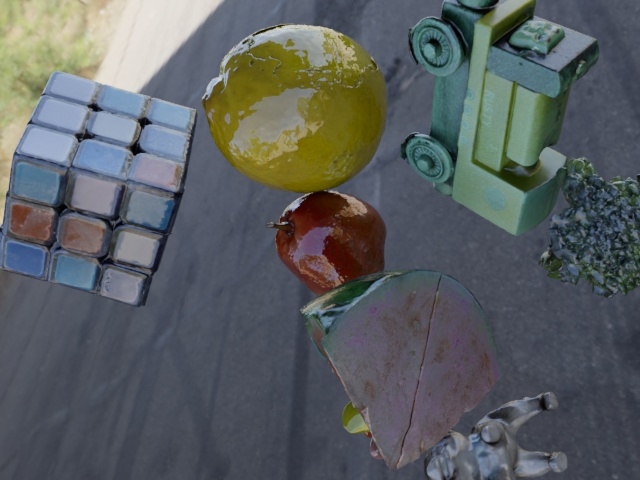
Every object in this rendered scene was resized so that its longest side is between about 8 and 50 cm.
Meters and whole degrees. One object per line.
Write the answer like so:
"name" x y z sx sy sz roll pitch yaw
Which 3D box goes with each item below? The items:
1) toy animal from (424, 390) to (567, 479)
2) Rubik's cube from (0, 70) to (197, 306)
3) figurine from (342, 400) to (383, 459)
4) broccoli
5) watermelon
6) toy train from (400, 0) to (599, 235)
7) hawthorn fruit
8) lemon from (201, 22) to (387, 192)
"toy animal" 0.335 0.467 1.731 0.302 0.344 0.194 -25 74 42
"Rubik's cube" -0.490 -0.120 1.801 0.362 0.363 0.359 -84 17 -49
"figurine" 0.166 0.322 1.568 0.193 0.420 0.154 -15 80 35
"broccoli" 0.385 -0.021 1.201 0.177 0.199 0.275 -27 7 -11
"watermelon" 0.072 0.156 1.129 0.222 0.292 0.319 -2 28 44
"toy train" 0.266 -0.203 1.231 0.253 0.397 0.160 34 55 31
"hawthorn fruit" 0.000 0.000 1.391 0.196 0.225 0.197 -30 50 44
"lemon" -0.037 -0.216 1.328 0.297 0.297 0.297 -43 30 32
